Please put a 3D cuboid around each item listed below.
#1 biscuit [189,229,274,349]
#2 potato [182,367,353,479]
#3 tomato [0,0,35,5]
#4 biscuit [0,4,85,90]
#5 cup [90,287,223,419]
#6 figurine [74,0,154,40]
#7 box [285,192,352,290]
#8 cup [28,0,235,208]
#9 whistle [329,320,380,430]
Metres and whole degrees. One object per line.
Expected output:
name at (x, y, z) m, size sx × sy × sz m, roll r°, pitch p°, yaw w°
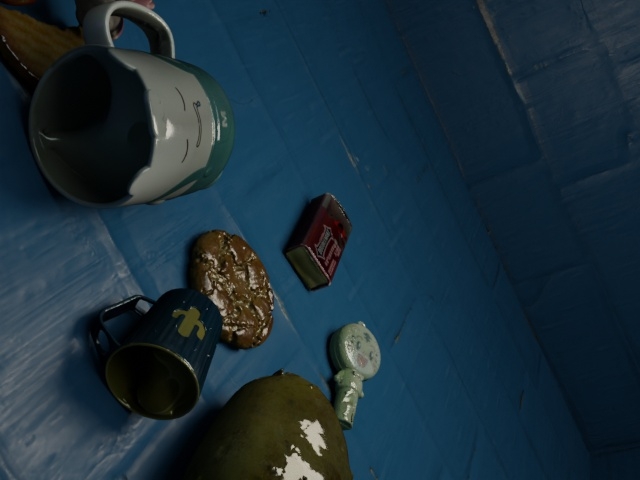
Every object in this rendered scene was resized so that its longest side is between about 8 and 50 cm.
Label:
biscuit at (-0.150, 0.085, 1.265) m, size 0.226 × 0.042 × 0.226 m, roll 42°, pitch 37°, yaw -44°
potato at (-0.062, 0.356, 1.035) m, size 0.270 × 0.219 × 0.359 m, roll 51°, pitch 28°, yaw -17°
tomato at (-0.435, -0.371, 1.016) m, size 0.087 × 0.087 × 0.075 m, roll 14°, pitch 64°, yaw -59°
biscuit at (-0.401, -0.284, 1.076) m, size 0.228 × 0.031 × 0.176 m, roll 42°, pitch 36°, yaw -39°
cup at (-0.228, 0.141, 1.010) m, size 0.176 × 0.131 × 0.155 m, roll 36°, pitch 29°, yaw -8°
figurine at (-0.333, -0.510, 1.062) m, size 0.361 × 0.253 × 0.211 m, roll 68°, pitch 14°, yaw 18°
box at (0.000, 0.000, 1.578) m, size 0.120 × 0.069 × 0.224 m, roll 58°, pitch 30°, yaw -20°
cup at (-0.263, -0.195, 1.042) m, size 0.257 × 0.219 × 0.290 m, roll -18°, pitch 101°, yaw -64°
whistle at (0.063, 0.276, 1.501) m, size 0.126 × 0.067 × 0.258 m, roll 38°, pitch 42°, yaw -24°
